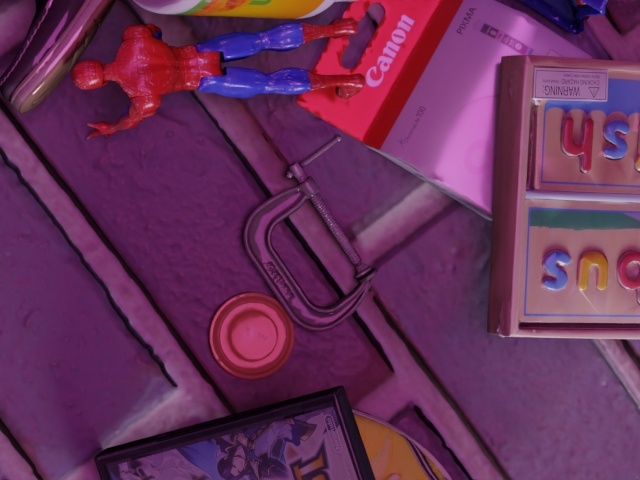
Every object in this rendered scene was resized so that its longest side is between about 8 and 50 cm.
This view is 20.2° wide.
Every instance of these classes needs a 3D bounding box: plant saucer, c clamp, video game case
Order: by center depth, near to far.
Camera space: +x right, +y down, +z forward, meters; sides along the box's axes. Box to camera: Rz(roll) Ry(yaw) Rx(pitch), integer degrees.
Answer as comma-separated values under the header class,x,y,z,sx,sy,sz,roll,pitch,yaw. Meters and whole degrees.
class,x,y,z,sx,sy,sz,roll,pitch,yaw
video game case,-0.052,0.293,1.638,0.248,0.035,0.275,-17,96,19
plant saucer,-0.065,0.091,1.707,0.083,0.013,0.083,0,91,-15
c clamp,0.000,0.000,1.716,0.137,0.022,0.160,-30,98,-15

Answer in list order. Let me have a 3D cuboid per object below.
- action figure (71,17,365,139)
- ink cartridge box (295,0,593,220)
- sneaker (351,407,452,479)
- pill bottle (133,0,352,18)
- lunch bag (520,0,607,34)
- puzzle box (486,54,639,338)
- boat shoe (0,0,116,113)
class,x,y,z,sx,sy,sz,roll,pitch,yaw
action figure,-0.114,-0.154,1.660,0.280,0.139,0.091,-6,87,-33
ink cartridge box,0.123,-0.152,1.732,0.232,0.066,0.189,31,84,-17
sneaker,0.107,0.292,1.685,0.385,0.147,0.145,41,83,-10
pill bottle,-0.055,-0.267,1.602,0.246,0.136,0.136,-6,92,-46
lunch bag,0.183,-0.370,1.717,0.293,0.138,0.221,29,86,-2
puzzle box,0.359,-0.036,1.762,0.409,0.052,0.272,1,94,-21
boat shoe,-0.220,-0.248,1.624,0.092,0.103,0.285,32,79,-7
